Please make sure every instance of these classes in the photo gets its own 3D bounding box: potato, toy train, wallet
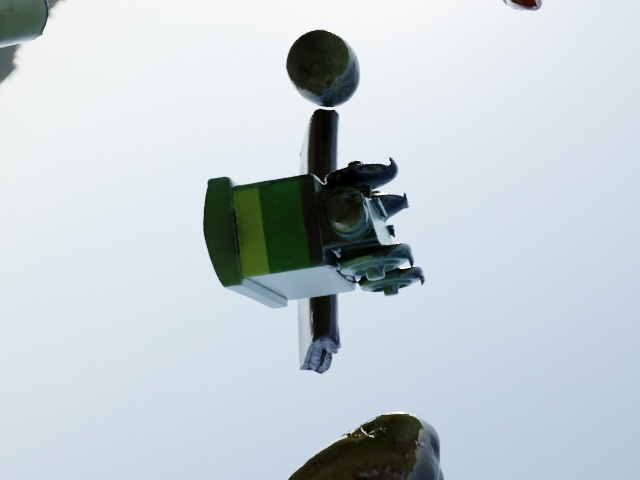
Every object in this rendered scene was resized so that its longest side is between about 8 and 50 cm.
[{"bbox_3d":[0.043,0.267,1.114,0.200,0.154,0.137,-34,-143,-14],"label":"potato"},{"bbox_3d":[0.000,0.000,1.124,0.202,0.120,0.301,-8,171,7],"label":"toy train"},{"bbox_3d":[-0.001,0.004,1.790,0.228,0.062,0.405,112,-21,-68],"label":"wallet"}]

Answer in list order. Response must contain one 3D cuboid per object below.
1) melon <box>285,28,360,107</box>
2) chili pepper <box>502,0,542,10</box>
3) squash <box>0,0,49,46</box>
[{"bbox_3d":[0.003,-0.276,1.700,0.114,0.114,0.167,-42,-141,9],"label":"melon"},{"bbox_3d":[0.333,-0.410,1.780,0.191,0.059,0.050,-107,-140,-68],"label":"chili pepper"},{"bbox_3d":[-0.572,-0.365,1.718,0.132,0.132,0.247,-28,-178,36],"label":"squash"}]
